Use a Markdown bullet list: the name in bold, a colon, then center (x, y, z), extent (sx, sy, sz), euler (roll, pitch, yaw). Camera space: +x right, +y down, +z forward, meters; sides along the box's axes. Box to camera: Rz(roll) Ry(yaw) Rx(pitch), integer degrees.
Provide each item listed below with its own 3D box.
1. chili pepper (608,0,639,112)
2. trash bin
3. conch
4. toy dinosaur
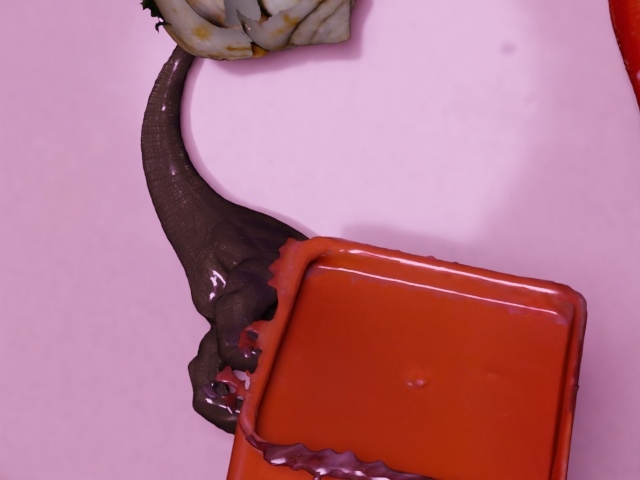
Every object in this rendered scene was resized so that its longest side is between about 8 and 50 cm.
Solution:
- **chili pepper**: center (0.154, -0.084, 0.723), extent (0.045, 0.027, 0.178), euler (-2, 93, 4)
- **trash bin**: center (0.012, 0.123, 0.632), extent (0.184, 0.161, 0.239), euler (10, 131, 7)
- **conch**: center (-0.052, -0.144, 0.712), extent (0.105, 0.079, 0.170), euler (-37, 78, -19)
- **toy dinosaur**: center (0.000, 0.000, 0.744), extent (0.187, 0.087, 0.179), euler (15, 55, -11)
